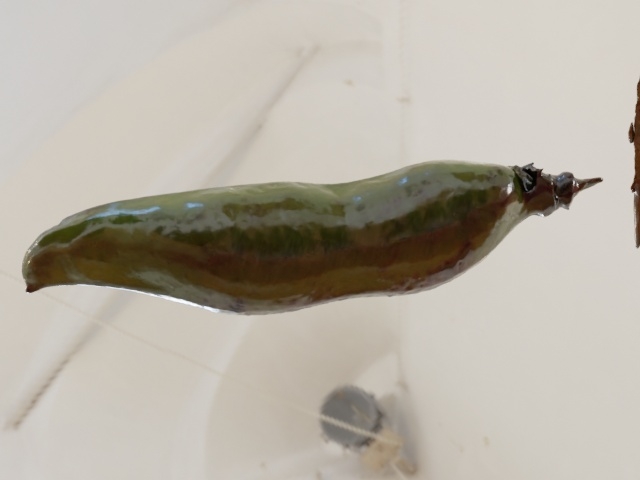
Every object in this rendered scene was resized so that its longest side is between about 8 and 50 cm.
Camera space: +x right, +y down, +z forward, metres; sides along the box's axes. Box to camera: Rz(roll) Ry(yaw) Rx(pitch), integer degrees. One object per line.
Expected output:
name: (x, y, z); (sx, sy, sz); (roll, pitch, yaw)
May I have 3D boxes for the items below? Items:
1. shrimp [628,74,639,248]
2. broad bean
shrimp: (0.163, -0.093, 0.453); (0.133, 0.053, 0.236); (-5, -64, -31)
broad bean: (0.000, 0.000, 0.773); (0.339, 0.061, 0.077); (-8, -90, -11)
